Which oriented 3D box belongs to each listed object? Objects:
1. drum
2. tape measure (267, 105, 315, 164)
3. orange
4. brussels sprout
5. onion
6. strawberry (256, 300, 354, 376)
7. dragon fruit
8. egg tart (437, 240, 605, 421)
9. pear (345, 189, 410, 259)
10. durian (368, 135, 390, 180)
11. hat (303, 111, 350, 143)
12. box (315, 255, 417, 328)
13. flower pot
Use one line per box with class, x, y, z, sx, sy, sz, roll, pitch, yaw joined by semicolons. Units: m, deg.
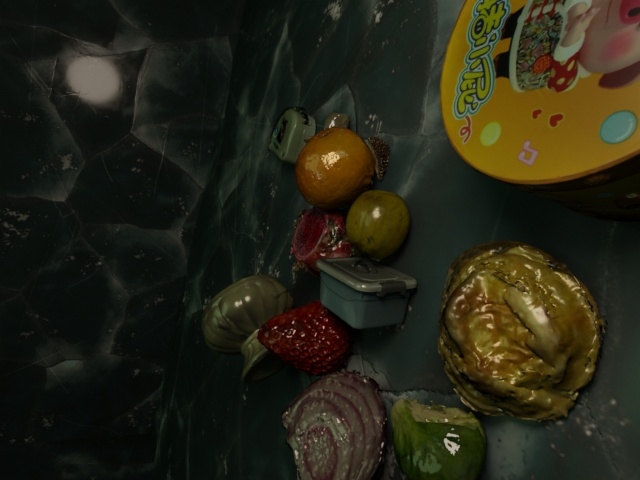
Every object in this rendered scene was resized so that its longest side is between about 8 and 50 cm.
drum;0.376;-0.246;0.517;0.431;0.214;0.431;-27;58;55
tape measure;-0.118;-0.402;1.513;0.235;0.115;0.207;46;123;55
orange;0.038;-0.181;1.048;0.193;0.219;0.219;38;116;30
brussels sprout;0.198;0.362;0.709;0.183;0.131;0.145;-9;68;54
onion;0.061;0.464;0.923;0.280;0.146;0.314;-38;34;16
strawberry;-0.043;0.246;1.047;0.205;0.244;0.205;-29;54;52
dragon fruit;0.000;0.000;1.152;0.282;0.147;0.211;32;109;57
egg tart;0.282;0.141;0.652;0.297;0.132;0.297;-13;74;53
pear;0.130;-0.039;0.939;0.149;0.149;0.162;31;103;59
durian;0.146;-0.223;1.062;0.066;0.052;0.130;-33;63;46
hat;0.028;-0.290;1.267;0.144;0.173;0.166;16;51;30
box;0.097;0.109;0.944;0.227;0.162;0.130;27;114;59
flower pot;-0.197;0.285;1.277;0.244;0.307;0.307;53;129;27
